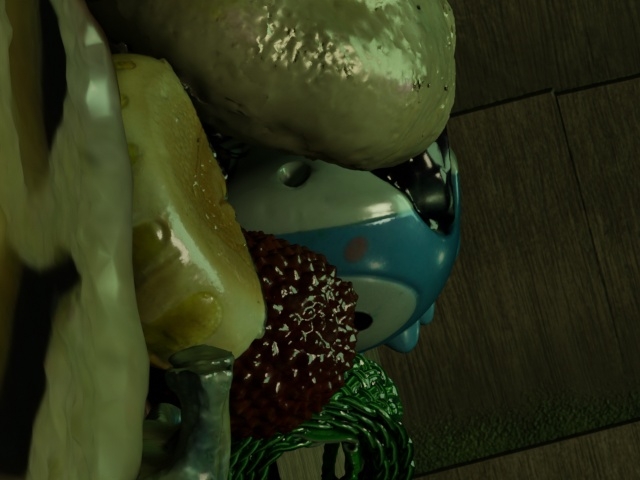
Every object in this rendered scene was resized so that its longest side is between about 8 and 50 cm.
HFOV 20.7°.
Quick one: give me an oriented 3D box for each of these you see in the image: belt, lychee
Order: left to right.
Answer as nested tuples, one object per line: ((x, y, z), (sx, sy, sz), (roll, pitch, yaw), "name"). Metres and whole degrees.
((-0.037, 0.052, 0.946), (0.123, 0.129, 0.123), (-17, 112, -51), "lychee")
((-0.006, 0.132, 1.078), (0.079, 0.121, 0.151), (-105, -170, -54), "belt")

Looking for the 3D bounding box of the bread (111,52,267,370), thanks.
((-0.084, -0.011, 0.797), (0.094, 0.083, 0.157), (6, 60, -84), "bread")

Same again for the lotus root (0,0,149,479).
((-0.121, -0.037, 0.379), (0.390, 0.111, 0.375), (73, 7, -67), "lotus root")

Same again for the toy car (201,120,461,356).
((0.000, 0.000, 1.126), (0.255, 0.188, 0.190), (-84, 165, -78), "toy car")

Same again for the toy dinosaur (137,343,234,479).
((-0.074, 0.104, 0.683), (0.363, 0.076, 0.147), (-82, 177, -73), "toy dinosaur")

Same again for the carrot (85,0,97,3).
((-0.127, -0.170, 0.784), (0.173, 0.082, 0.082), (48, 28, -73), "carrot")

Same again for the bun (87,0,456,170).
((-0.024, -0.135, 0.938), (0.239, 0.141, 0.239), (29, 17, -10), "bun")
